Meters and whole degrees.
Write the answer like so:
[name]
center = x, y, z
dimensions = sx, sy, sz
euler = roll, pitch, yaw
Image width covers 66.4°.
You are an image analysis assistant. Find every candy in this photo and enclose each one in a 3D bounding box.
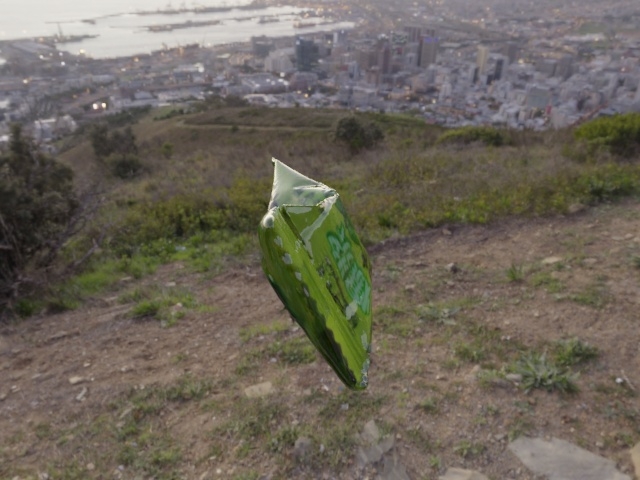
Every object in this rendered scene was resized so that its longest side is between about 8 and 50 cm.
[candy]
center = 0.000, 0.000, 0.430
dimensions = 0.069, 0.149, 0.246
euler = -30, 22, 5
